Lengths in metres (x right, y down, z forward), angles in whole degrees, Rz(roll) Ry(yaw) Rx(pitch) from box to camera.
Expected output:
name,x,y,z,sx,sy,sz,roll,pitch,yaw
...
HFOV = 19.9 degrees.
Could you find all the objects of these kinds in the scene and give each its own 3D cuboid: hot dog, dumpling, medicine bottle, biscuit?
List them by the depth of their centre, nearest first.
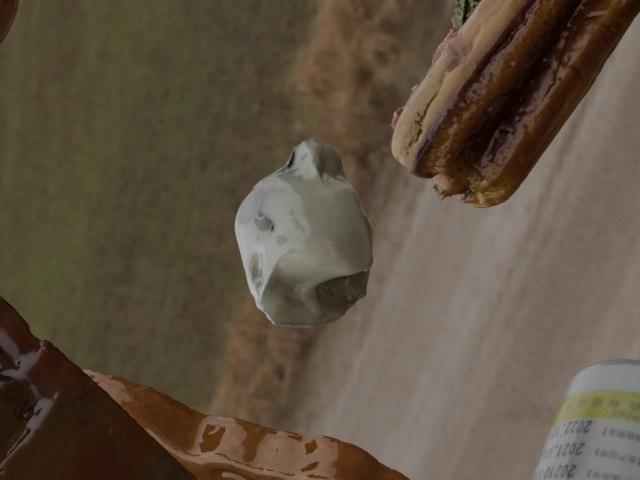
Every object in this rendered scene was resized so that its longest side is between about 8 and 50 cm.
name,x,y,z,sx,sy,sz,roll,pitch,yaw
biscuit,-0.100,0.151,1.151,0.202,0.333,0.047,97,-168,-60
medicine bottle,0.258,0.293,1.559,0.340,0.208,0.208,-65,7,-25
dumpling,0.000,-0.001,1.609,0.092,0.150,0.176,-40,36,25
hot dog,0.195,-0.194,1.767,0.349,0.158,0.117,-57,39,7

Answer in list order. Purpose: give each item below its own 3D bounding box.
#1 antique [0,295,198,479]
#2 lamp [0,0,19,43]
name,x,y,z,sx,sy,sz,roll,pitch,yaw
antique,-0.139,0.115,0.856,0.087,0.310,0.093,-50,9,-37
lamp,-0.317,-0.205,1.513,0.136,0.136,0.136,-170,90,-76
